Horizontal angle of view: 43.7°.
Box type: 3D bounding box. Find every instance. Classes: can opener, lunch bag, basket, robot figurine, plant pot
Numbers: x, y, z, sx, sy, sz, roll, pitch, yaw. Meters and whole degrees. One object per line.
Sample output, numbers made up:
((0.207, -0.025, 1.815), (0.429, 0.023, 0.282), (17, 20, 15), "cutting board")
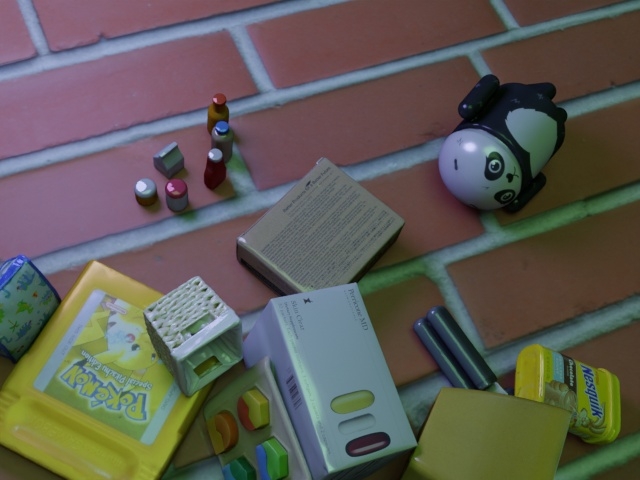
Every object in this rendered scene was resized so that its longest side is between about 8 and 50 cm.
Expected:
((0.265, 0.234, 1.343), (0.280, 0.074, 0.093), (52, 34, 14), "can opener")
((-0.483, 0.102, 1.237), (0.096, 0.151, 0.128), (29, 65, 5), "lunch bag")
((-0.190, 0.144, 1.202), (0.113, 0.167, 0.103), (-34, 70, -21), "basket")
((0.344, -0.181, 1.482), (0.209, 0.173, 0.278), (40, 65, 11), "robot figurine")
((0.226, 0.343, 1.188), (0.187, 0.212, 0.212), (24, 51, 11), "plant pot")

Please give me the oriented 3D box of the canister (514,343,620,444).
((0.405, 0.252, 1.310), (0.170, 0.073, 0.126), (23, 58, -21), "canister")

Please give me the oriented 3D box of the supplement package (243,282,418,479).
((0.003, 0.230, 1.209), (0.145, 0.204, 0.261), (-10, 66, -25), "supplement package")

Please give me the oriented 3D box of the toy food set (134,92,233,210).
((-0.229, -0.150, 1.420), (0.111, 0.104, 0.232), (42, 66, 11), "toy food set")

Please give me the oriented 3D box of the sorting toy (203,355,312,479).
((-0.105, 0.302, 1.184), (0.038, 0.193, 0.208), (2, 59, -40), "sorting toy")

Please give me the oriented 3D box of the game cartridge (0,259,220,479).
((-0.326, 0.223, 1.259), (0.285, 0.052, 0.323), (26, 62, 4), "game cartridge")

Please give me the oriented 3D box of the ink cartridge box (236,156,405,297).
((0.000, 0.000, 1.393), (0.193, 0.088, 0.234), (40, 66, 12), "ink cartridge box")
